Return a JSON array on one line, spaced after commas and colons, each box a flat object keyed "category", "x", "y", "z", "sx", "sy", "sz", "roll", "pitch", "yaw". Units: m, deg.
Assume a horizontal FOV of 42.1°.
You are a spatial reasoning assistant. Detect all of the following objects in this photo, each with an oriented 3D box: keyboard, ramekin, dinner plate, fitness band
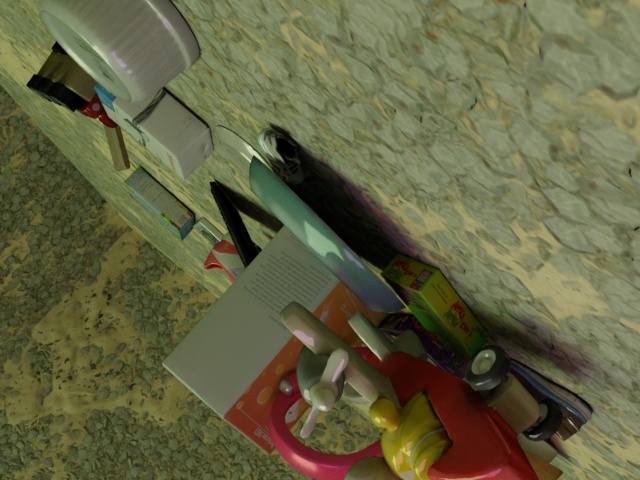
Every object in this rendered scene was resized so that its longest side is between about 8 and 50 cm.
[{"category": "keyboard", "x": -0.144, "y": 0.027, "z": 1.687, "sx": 0.201, "sy": 0.033, "sz": 0.317, "roll": 55, "pitch": -175, "yaw": -46}, {"category": "ramekin", "x": -0.271, "y": -0.277, "z": 1.094, "sx": 0.207, "sy": 0.109, "sz": 0.207, "roll": 39, "pitch": 167, "yaw": 10}, {"category": "dinner plate", "x": -0.124, "y": -0.133, "z": 1.367, "sx": 0.141, "sy": 0.017, "sz": 0.141, "roll": 41, "pitch": 168, "yaw": 11}, {"category": "fitness band", "x": 0.053, "y": 0.278, "z": 1.369, "sx": 0.209, "sy": 0.291, "sz": 0.054, "roll": 40, "pitch": 137, "yaw": 32}]

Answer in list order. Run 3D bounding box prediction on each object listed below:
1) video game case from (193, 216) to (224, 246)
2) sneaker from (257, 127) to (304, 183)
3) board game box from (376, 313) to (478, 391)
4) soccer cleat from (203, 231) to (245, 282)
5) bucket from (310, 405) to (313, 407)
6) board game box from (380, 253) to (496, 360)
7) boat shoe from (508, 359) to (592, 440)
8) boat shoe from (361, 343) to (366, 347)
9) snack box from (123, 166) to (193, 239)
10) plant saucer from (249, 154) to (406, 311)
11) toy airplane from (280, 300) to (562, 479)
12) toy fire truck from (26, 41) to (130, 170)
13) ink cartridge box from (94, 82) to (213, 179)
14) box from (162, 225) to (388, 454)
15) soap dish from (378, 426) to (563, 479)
[{"category": "video game case", "x": -0.273, "y": 0.013, "z": 2.316, "sx": 0.190, "sy": 0.022, "sz": 0.173, "roll": 43, "pitch": 168, "yaw": -8}, {"category": "sneaker", "x": -0.042, "y": -0.110, "z": 1.139, "sx": 0.098, "sy": 0.038, "sz": 0.069, "roll": 49, "pitch": 166, "yaw": -34}, {"category": "board game box", "x": 0.188, "y": 0.220, "z": 1.571, "sx": 0.208, "sy": 0.056, "sz": 0.347, "roll": 47, "pitch": 167, "yaw": -6}, {"category": "soccer cleat", "x": -0.144, "y": 0.114, "z": 2.046, "sx": 0.318, "sy": 0.116, "sz": 0.108, "roll": 39, "pitch": 168, "yaw": 11}, {"category": "bucket", "x": -0.095, "y": 0.322, "z": 2.287, "sx": 0.281, "sy": 0.281, "sz": 0.183, "roll": 48, "pitch": 175, "yaw": -27}, {"category": "board game box", "x": 0.172, "y": 0.101, "z": 1.204, "sx": 0.181, "sy": 0.043, "sz": 0.092, "roll": 49, "pitch": 166, "yaw": -33}, {"category": "boat shoe", "x": 0.298, "y": 0.228, "z": 1.201, "sx": 0.066, "sy": 0.066, "sz": 0.183, "roll": 50, "pitch": 165, "yaw": -33}, {"category": "boat shoe", "x": 0.032, "y": 0.222, "z": 1.946, "sx": 0.105, "sy": 0.089, "sz": 0.285, "roll": 33, "pitch": 165, "yaw": 36}, {"category": "snack box", "x": -0.453, "y": -0.101, "z": 2.361, "sx": 0.207, "sy": 0.070, "sz": 0.174, "roll": 40, "pitch": 168, "yaw": 0}, {"category": "plant saucer", "x": 0.000, "y": 0.000, "z": 1.231, "sx": 0.317, "sy": 0.044, "sz": 0.317, "roll": 45, "pitch": 180, "yaw": 0}, {"category": "toy airplane", "x": 0.117, "y": 0.259, "z": 1.167, "sx": 0.386, "sy": 0.272, "sz": 0.384, "roll": 34, "pitch": 168, "yaw": 21}, {"category": "toy fire truck", "x": -0.428, "y": -0.253, "z": 1.618, "sx": 0.246, "sy": 0.158, "sz": 0.217, "roll": 36, "pitch": 173, "yaw": -37}, {"category": "ink cartridge box", "x": -0.287, "y": -0.209, "z": 1.448, "sx": 0.191, "sy": 0.082, "sz": 0.139, "roll": 42, "pitch": 168, "yaw": 7}, {"category": "box", "x": -0.070, "y": 0.169, "z": 1.471, "sx": 0.168, "sy": 0.345, "sz": 0.215, "roll": 34, "pitch": 166, "yaw": 33}, {"category": "soap dish", "x": 0.260, "y": 0.359, "z": 1.490, "sx": 0.291, "sy": 0.118, "sz": 0.229, "roll": 19, "pitch": 169, "yaw": 38}]
